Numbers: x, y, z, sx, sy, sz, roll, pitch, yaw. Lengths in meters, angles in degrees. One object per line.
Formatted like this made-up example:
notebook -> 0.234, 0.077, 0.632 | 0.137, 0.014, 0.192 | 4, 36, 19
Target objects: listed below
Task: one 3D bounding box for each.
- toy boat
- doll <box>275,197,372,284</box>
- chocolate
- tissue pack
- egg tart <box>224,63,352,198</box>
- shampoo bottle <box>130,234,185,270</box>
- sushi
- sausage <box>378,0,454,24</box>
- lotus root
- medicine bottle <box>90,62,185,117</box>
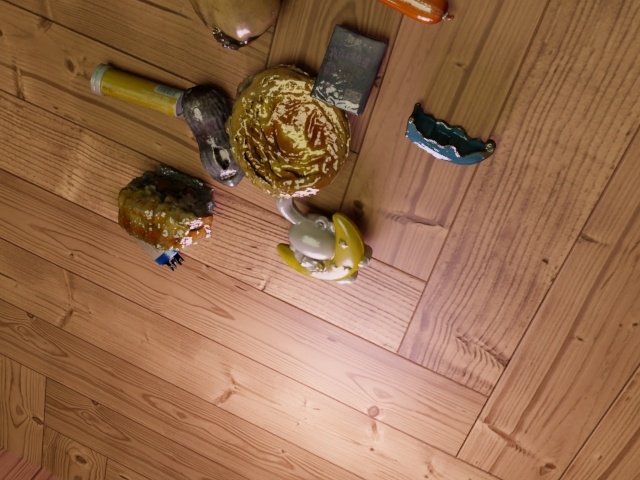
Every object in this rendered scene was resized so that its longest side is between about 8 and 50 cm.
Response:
toy boat -> 0.261, -0.212, 1.766 | 0.185, 0.075, 0.077 | 31, 138, 0
doll -> 0.000, 0.000, 2.020 | 0.252, 0.111, 0.237 | 26, 145, 6
chocolate -> -0.236, -0.236, 1.973 | 0.110, 0.110, 0.248 | -3, 117, 27
tissue pack -> 0.058, -0.342, 1.756 | 0.112, 0.051, 0.156 | 23, 104, 8
egg tart -> -0.065, -0.238, 1.884 | 0.297, 0.132, 0.297 | 5, 111, 13
shampoo bottle -> -0.427, 0.003, 2.261 | 0.183, 0.050, 0.087 | 47, 126, -10
sushi -> -0.376, -0.079, 2.101 | 0.274, 0.184, 0.139 | 23, 124, 15
sausage -> 0.147, -0.471, 1.647 | 0.234, 0.071, 0.071 | 28, 130, 5
lotus root -> -0.183, -0.521, 1.681 | 0.182, 0.183, 0.310 | 3, 141, 24
medicine bottle -> -0.415, -0.341, 2.007 | 0.218, 0.074, 0.074 | 19, 128, 12
